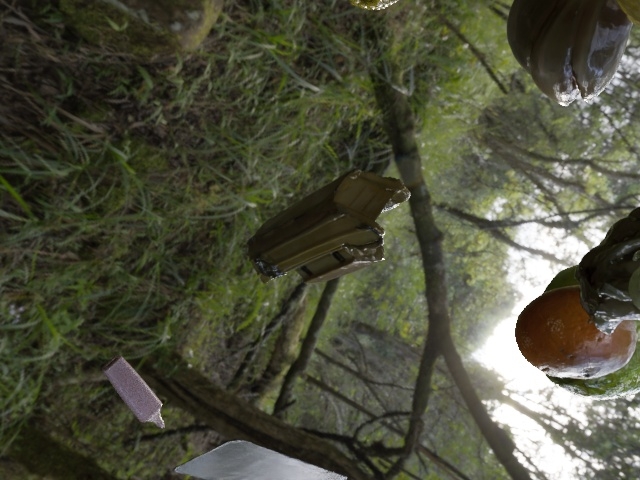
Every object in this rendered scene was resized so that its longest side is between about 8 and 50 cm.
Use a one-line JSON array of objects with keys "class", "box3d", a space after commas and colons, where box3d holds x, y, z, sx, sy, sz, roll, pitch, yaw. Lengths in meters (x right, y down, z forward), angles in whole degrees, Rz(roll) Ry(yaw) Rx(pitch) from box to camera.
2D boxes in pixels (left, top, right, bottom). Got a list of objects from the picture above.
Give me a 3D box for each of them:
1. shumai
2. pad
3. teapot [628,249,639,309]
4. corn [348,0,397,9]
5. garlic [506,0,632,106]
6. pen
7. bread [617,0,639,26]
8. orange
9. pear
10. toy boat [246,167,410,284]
[{"class": "shumai", "box3d": [0.429, 0.030, 0.674, 0.184, 0.185, 0.218, -123, -147, -60]}, {"class": "pad", "box3d": [-0.062, 0.247, 0.571, 0.112, 0.157, 0.003, -35, -142, 32]}, {"class": "teapot", "box3d": [0.313, 0.036, 0.492, 0.057, 0.067, 0.083, -40, 156, 11]}, {"class": "corn", "box3d": [0.106, -0.338, 0.613, 0.231, 0.080, 0.080, -46, 174, -27]}, {"class": "garlic", "box3d": [0.517, -0.451, 1.153, 0.325, 0.132, 0.279, 99, -29, -43]}, {"class": "pen", "box3d": [-0.356, 0.304, 1.057, 0.032, 0.197, 0.053, 9, -138, 43]}, {"class": "bread", "box3d": [0.495, -0.376, 0.708, 0.197, 0.197, 0.170, -61, 168, 4]}, {"class": "orange", "box3d": [0.502, 0.188, 1.069, 0.224, 0.224, 0.170, 120, -30, -49]}, {"class": "pear", "box3d": [0.684, 0.251, 1.338, 0.318, 0.343, 0.238, -26, -179, -30]}, {"class": "toy boat", "box3d": [0.000, 0.000, 0.988, 0.445, 0.162, 0.136, -24, -154, 55]}]
